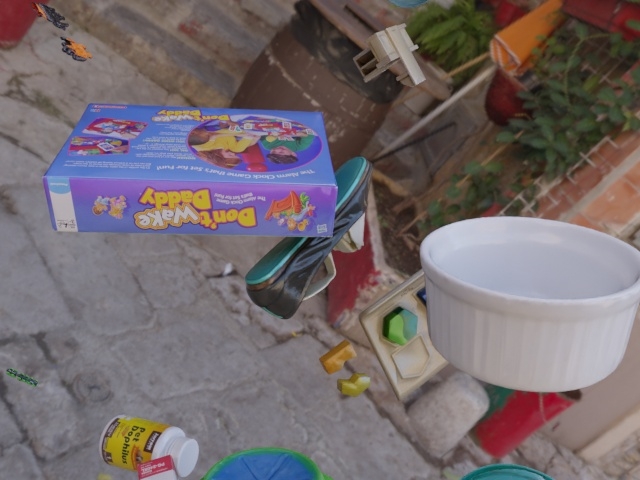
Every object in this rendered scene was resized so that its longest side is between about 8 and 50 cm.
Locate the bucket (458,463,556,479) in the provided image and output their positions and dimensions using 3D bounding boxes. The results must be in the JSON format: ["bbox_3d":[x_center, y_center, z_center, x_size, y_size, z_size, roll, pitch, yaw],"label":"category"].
[{"bbox_3d":[0.278,0.457,0.823,0.281,0.281,0.183,46,6,10],"label":"bucket"}]

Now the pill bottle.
[{"bbox_3d":[-0.394,0.480,1.388,0.214,0.118,0.117,5,13,22],"label":"pill bottle"}]

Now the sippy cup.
[{"bbox_3d":[-0.111,0.564,1.172,0.305,0.224,0.240,7,13,33],"label":"sippy cup"}]

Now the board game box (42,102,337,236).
[{"bbox_3d":[-0.162,-0.103,0.824,0.346,0.078,0.233,1,34,-6],"label":"board game box"}]

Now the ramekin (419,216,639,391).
[{"bbox_3d":[0.268,0.075,0.786,0.276,0.135,0.277,-1,22,0],"label":"ramekin"}]

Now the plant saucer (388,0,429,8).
[{"bbox_3d":[0.182,-0.578,1.056,0.043,0.318,0.318,-9,50,-27],"label":"plant saucer"}]

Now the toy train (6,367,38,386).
[{"bbox_3d":[-0.731,0.337,1.473,0.083,0.024,0.017,28,49,-4],"label":"toy train"}]

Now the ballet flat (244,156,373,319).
[{"bbox_3d":[0.000,0.000,0.864,0.280,0.095,0.096,-49,118,-26],"label":"ballet flat"}]

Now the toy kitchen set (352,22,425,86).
[{"bbox_3d":[0.070,-0.193,0.683,0.068,0.075,0.083,59,38,-7],"label":"toy kitchen set"}]

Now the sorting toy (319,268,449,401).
[{"bbox_3d":[0.156,0.191,1.102,0.041,0.307,0.229,28,-33,58],"label":"sorting toy"}]

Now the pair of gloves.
[{"bbox_3d":[-0.330,-0.265,0.768,0.083,0.010,0.074,55,8,-11],"label":"pair of gloves"}]

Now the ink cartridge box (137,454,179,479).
[{"bbox_3d":[-0.261,0.459,1.004,0.063,0.109,0.150,-12,34,-13],"label":"ink cartridge box"}]
